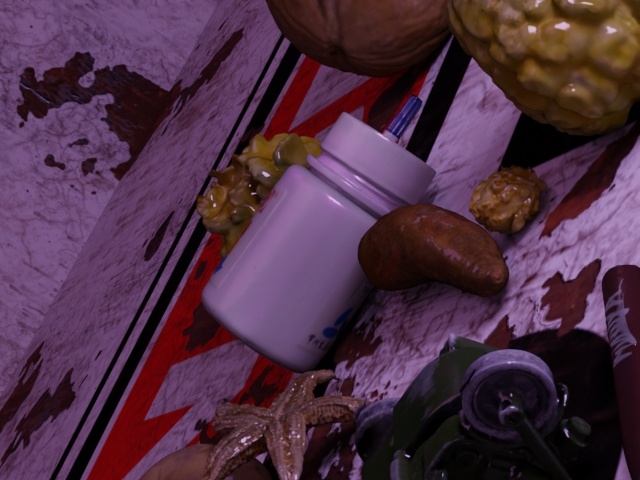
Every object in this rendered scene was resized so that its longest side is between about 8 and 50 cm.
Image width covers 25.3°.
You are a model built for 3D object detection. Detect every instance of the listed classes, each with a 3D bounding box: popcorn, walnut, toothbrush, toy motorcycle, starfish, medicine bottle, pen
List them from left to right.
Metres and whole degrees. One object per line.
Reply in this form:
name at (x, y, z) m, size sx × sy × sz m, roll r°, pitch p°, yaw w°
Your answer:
popcorn at (-0.049, -0.039, 1.863) m, size 0.169 × 0.189 × 0.218 m, roll -15°, pitch 46°, yaw 57°
starfish at (-0.038, 0.204, 1.525) m, size 0.236 × 0.062 × 0.277 m, roll -3°, pitch 21°, yaw 40°
medicine bottle at (0.000, 0.000, 1.703) m, size 0.293 × 0.170 × 0.170 m, roll -56°, pitch 17°, yaw 5°
walnut at (0.068, -0.398, 2.017) m, size 0.333 × 0.333 × 0.333 m, roll -49°, pitch 19°, yaw 23°
pen at (0.074, -0.112, 1.946) m, size 0.204 × 0.025 × 0.025 m, roll -55°, pitch 17°, yaw 5°
toy motorcycle at (0.116, 0.172, 1.193) m, size 0.275 × 0.127 × 0.205 m, roll -55°, pitch 15°, yaw 28°
popcorn at (0.191, -0.044, 1.463) m, size 0.082 × 0.057 × 0.083 m, roll -39°, pitch 20°, yaw 50°
popcorn at (0.224, -0.222, 1.415) m, size 0.174 × 0.225 × 0.286 m, roll -49°, pitch 20°, yaw 11°
toothbrush at (0.240, 0.136, 1.047) m, size 0.041 × 0.041 × 0.364 m, roll -46°, pitch 21°, yaw 30°

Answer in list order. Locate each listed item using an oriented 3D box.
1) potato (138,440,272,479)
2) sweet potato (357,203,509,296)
potato at (-0.146, 0.307, 1.620) m, size 0.235 × 0.128 × 0.161 m, roll -3°, pitch 56°, yaw 61°
sweet potato at (0.114, 0.010, 1.505) m, size 0.097 × 0.097 × 0.292 m, roll -59°, pitch 18°, yaw -10°
